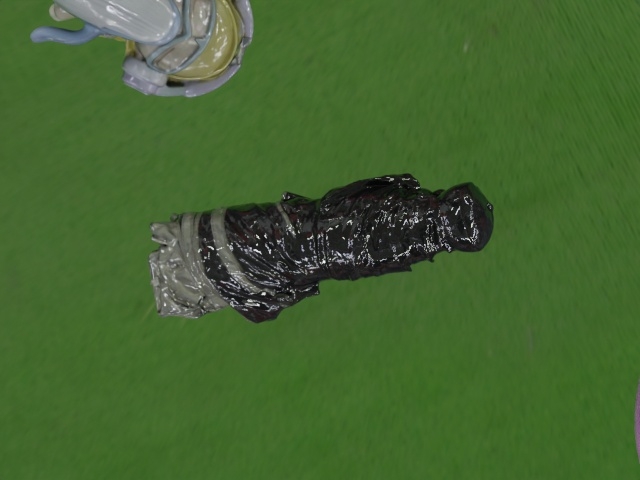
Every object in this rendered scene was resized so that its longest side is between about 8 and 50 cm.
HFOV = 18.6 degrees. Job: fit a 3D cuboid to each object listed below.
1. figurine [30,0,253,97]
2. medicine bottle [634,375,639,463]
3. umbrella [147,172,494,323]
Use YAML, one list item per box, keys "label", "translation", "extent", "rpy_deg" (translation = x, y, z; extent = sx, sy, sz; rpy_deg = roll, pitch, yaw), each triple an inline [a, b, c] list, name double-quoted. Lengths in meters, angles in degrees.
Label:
- label: "figurine"
  translation: [-0.145, -0.190, 1.515]
  extent: [0.183, 0.208, 0.128]
  rpy_deg: [28, 100, -25]
- label: "medicine bottle"
  translation: [0.348, 0.136, 1.096]
  extent: [0.212, 0.212, 0.325]
  rpy_deg: [-47, 128, 12]
- label: "umbrella"
  translation: [0.002, 0.006, 1.747]
  extent: [0.357, 0.106, 0.113]
  rpy_deg: [-10, 75, 35]
